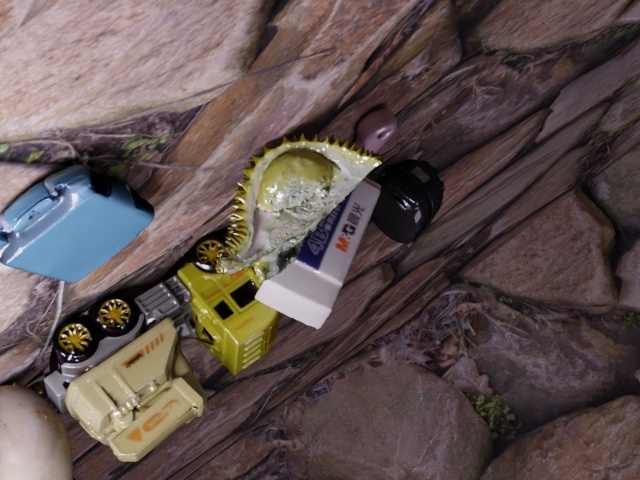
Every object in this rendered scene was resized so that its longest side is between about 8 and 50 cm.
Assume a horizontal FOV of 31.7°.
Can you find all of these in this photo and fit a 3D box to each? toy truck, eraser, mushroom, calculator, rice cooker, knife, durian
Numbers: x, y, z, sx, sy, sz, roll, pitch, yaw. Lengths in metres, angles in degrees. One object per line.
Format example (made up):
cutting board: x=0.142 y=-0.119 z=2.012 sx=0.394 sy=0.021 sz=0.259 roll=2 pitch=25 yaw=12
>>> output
toy truck: x=-0.249 y=0.178 z=1.875 sx=0.405 sy=0.254 sz=0.180 roll=-34 pitch=161 yaw=-24
eraser: x=0.000 y=0.000 z=1.885 sx=0.081 sy=0.124 sz=0.279 roll=-57 pitch=-171 yaw=54
mushroom: x=-0.550 y=0.376 z=1.805 sx=0.290 sy=0.292 sz=0.292 roll=6 pitch=143 yaw=-27
calculator: x=-0.318 y=-0.018 z=1.474 sx=0.173 sy=0.051 sz=0.293 roll=-39 pitch=166 yaw=4
rice cooker: x=0.170 y=-0.079 z=2.259 sx=0.118 sy=0.142 sz=0.203 roll=-44 pitch=171 yaw=-27
knife: x=0.052 y=-0.131 z=2.024 sx=0.081 sy=0.043 sz=0.336 roll=-22 pitch=162 yaw=-28
durian: x=-0.049 y=-0.043 z=1.733 sx=0.306 sy=0.166 sz=0.172 roll=-38 pitch=141 yaw=-18

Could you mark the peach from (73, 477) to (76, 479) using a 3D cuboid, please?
peach: x=-0.591 y=0.567 z=2.062 sx=0.370 sy=0.370 sz=0.370 roll=-34 pitch=165 yaw=-10

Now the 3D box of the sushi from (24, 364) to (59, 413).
sushi: x=-0.441 y=0.274 z=2.085 sx=0.294 sy=0.059 sz=0.292 roll=-40 pitch=166 yaw=8
